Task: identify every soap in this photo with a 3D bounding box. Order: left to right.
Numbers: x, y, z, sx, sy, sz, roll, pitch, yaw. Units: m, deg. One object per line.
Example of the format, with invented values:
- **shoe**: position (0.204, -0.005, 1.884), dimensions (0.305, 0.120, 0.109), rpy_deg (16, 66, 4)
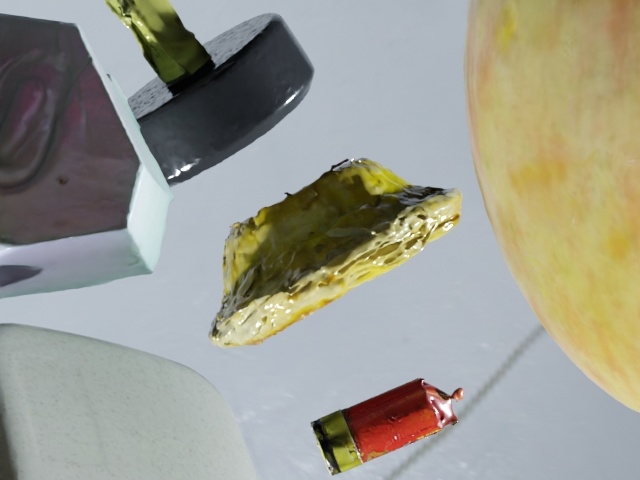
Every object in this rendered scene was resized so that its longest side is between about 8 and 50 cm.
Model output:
- **soap**: position (-0.286, -0.066, 1.280), dimensions (0.347, 0.115, 0.208), rpy_deg (9, 67, 8)

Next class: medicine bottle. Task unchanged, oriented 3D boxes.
- **medicine bottle**: position (-0.142, 0.227, 1.192), dimensions (0.282, 0.375, 0.123), rpy_deg (19, 123, -36)

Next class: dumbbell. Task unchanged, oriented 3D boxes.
- **dumbbell**: position (-0.169, -0.226, 1.546), dimensions (0.203, 0.204, 0.322), rpy_deg (-37, 105, -11)

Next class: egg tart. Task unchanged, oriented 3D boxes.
- **egg tart**: position (0.000, 0.000, 1.652), dimensions (0.294, 0.295, 0.116), rpy_deg (-32, 90, -11)

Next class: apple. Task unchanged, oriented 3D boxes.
- **apple**: position (0.260, -0.073, 0.897), dimensions (0.391, 0.391, 0.347), rpy_deg (2, 98, -11)

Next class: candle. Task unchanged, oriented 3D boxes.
- **candle**: position (0.059, 0.149, 1.421), dimensions (0.130, 0.052, 0.052), rpy_deg (-23, 92, -2)
